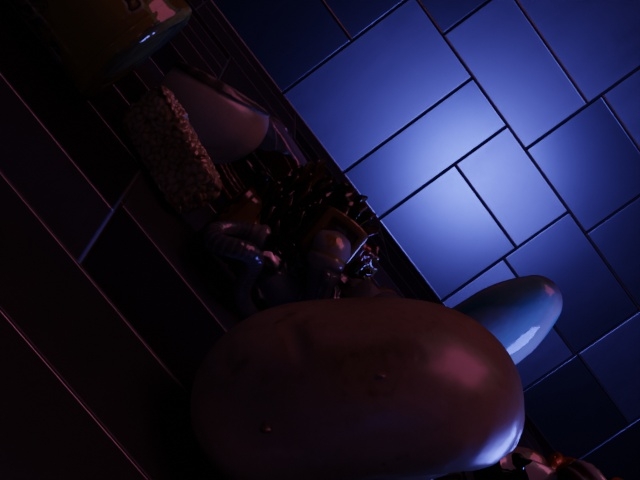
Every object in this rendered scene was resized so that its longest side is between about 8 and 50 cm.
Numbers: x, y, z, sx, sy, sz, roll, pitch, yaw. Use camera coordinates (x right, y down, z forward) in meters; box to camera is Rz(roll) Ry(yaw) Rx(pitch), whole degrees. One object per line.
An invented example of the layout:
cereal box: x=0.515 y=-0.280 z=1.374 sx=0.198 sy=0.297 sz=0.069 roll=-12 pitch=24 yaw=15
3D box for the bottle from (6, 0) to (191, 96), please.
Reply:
bottle: x=-0.326 y=-0.354 z=1.405 sx=0.351 sy=0.171 sz=0.171 roll=50 pitch=8 yaw=-7

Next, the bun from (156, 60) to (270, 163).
bun: x=-0.164 y=-0.169 z=1.701 sx=0.173 sy=0.119 sz=0.173 roll=28 pitch=2 yaw=-1

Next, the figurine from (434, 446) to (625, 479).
figurine: x=0.178 y=0.308 z=1.282 sx=0.323 sy=0.320 sz=0.196 roll=59 pitch=36 yaw=-72

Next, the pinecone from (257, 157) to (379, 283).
pinecone: x=-0.002 y=-0.005 z=1.652 sx=0.205 sy=0.179 sz=0.184 roll=27 pitch=-38 yaw=29

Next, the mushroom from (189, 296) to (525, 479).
mushroom: x=0.032 y=0.194 z=1.029 sx=0.292 sy=0.293 sz=0.289 roll=14 pitch=72 yaw=-78

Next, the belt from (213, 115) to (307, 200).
belt: x=-0.092 y=-0.112 z=1.845 sx=0.200 sy=0.128 sz=0.124 roll=58 pitch=8 yaw=6

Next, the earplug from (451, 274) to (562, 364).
earplug: x=0.281 y=0.169 z=2.100 sx=0.185 sy=0.324 sz=0.185 roll=52 pitch=9 yaw=-12

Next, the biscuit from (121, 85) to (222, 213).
biscuit: x=-0.184 y=-0.114 z=1.483 sx=0.168 sy=0.082 sz=0.070 roll=57 pitch=6 yaw=23

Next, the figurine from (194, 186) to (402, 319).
figurine: x=0.019 y=0.088 z=1.482 sx=0.382 sy=0.186 sz=0.261 roll=47 pitch=-2 yaw=-7
